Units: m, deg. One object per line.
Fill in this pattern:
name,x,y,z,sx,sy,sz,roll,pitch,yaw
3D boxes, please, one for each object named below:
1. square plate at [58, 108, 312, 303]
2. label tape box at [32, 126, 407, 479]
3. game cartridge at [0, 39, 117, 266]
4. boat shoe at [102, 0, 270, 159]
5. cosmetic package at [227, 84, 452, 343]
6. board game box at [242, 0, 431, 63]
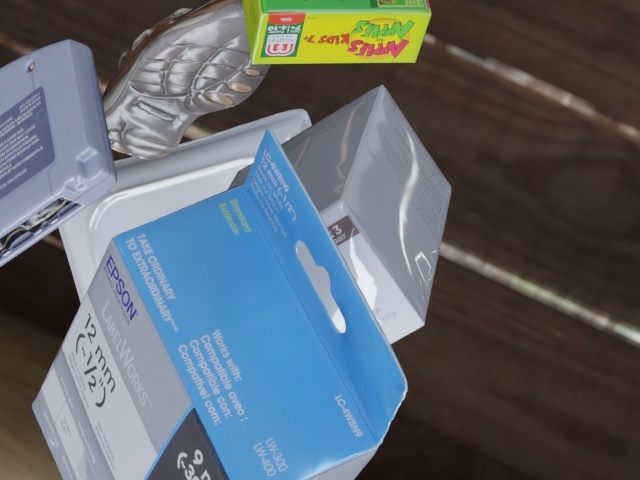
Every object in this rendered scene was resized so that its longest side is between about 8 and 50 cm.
square plate,-0.139,0.043,2.032,0.049,0.344,0.347,19,55,-84
label tape box,-0.090,0.121,1.256,0.115,0.249,0.347,-9,146,-32
game cartridge,-0.339,-0.078,1.737,0.294,0.196,0.060,-31,151,27
boat shoe,-0.148,-0.198,1.765,0.324,0.123,0.116,-28,-136,50
cosmetic package,0.000,0.000,1.704,0.217,0.156,0.385,-30,-164,20
board game box,-0.002,-0.182,0.914,0.043,0.092,0.181,105,-21,-56
